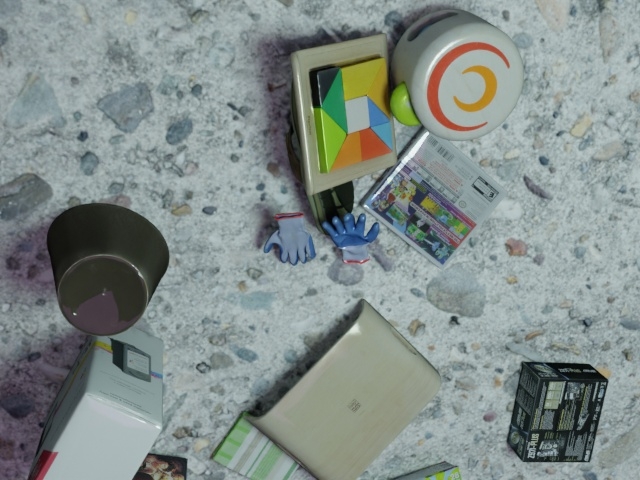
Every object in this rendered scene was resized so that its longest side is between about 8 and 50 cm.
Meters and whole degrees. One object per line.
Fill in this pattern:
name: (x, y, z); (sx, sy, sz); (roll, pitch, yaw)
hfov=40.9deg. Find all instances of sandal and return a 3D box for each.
sandal: (-0.014, -0.145, 1.407); (0.120, 0.086, 0.302); (-35, 130, -41)

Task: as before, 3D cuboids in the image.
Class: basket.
basket: (-0.330, 0.048, 1.332); (0.204, 0.227, 0.154); (19, 102, -17)

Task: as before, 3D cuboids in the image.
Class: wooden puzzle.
wooden puzzle: (0.049, -0.203, 1.359); (0.239, 0.044, 0.220); (-25, 115, -44)

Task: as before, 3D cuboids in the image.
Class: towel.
towel: (-0.109, 0.393, 1.598); (0.152, 0.023, 0.113); (33, 96, -17)

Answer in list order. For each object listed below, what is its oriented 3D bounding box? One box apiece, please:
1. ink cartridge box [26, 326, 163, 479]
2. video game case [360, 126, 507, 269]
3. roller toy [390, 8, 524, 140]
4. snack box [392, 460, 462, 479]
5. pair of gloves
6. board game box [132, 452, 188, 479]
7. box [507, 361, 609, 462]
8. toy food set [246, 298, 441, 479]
ink cartridge box: (-0.352, 0.286, 1.359); (0.131, 0.306, 0.226); (27, 100, -18)
video game case: (0.201, -0.074, 1.514); (0.201, 0.023, 0.183); (37, 96, -21)
roller toy: (0.219, -0.269, 1.391); (0.209, 0.146, 0.191); (11, 113, -21)
snack box: (0.182, 0.539, 1.637); (0.207, 0.070, 0.174); (-14, 89, -16)
pair of gloves: (0.000, 0.000, 1.433); (0.198, 0.023, 0.159); (-3, 148, 3)
board game box: (-0.318, 0.480, 1.468); (0.165, 0.243, 0.042); (11, 135, -15)
box: (0.457, 0.333, 1.664); (0.147, 0.077, 0.180); (3, 106, -13)
toy food set: (0.047, 0.284, 1.569); (0.306, 0.092, 0.220); (-46, 109, -4)
